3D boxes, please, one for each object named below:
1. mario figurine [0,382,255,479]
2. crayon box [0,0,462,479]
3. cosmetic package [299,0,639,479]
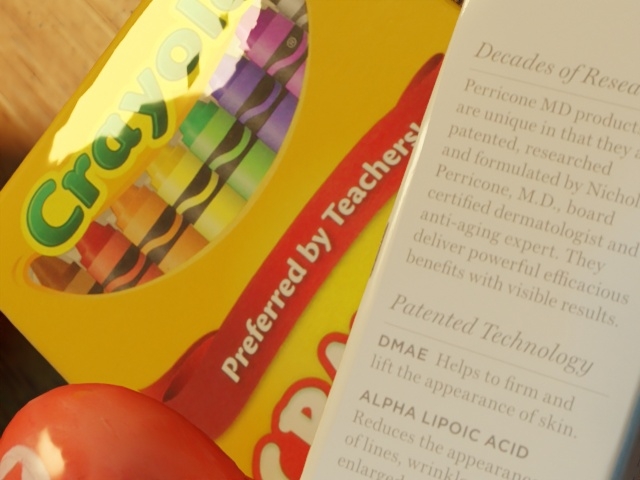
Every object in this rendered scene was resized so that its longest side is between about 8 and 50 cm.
[{"bbox_3d":[-0.116,0.179,0.480,0.198,0.170,0.320,21,122,-1],"label":"mario figurine"},{"bbox_3d":[0.000,0.000,0.569,0.318,0.081,0.202,40,98,28],"label":"crayon box"},{"bbox_3d":[0.073,0.012,0.420,0.085,0.117,0.231,16,85,26],"label":"cosmetic package"}]
